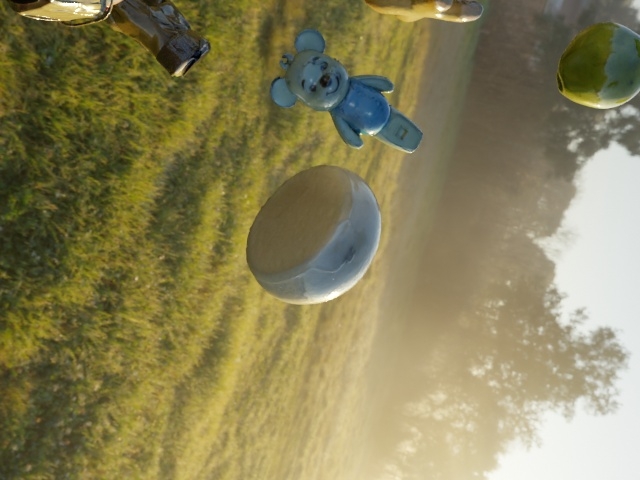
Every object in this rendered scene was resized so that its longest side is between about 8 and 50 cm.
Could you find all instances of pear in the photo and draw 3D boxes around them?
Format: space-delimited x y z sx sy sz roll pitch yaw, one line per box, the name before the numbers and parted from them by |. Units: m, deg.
pear | 0.305 -0.186 0.659 0.097 0.092 0.092 -24 -144 53

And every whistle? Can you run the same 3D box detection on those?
whistle | 0.046 -0.192 0.842 0.114 0.236 0.077 -62 -160 2

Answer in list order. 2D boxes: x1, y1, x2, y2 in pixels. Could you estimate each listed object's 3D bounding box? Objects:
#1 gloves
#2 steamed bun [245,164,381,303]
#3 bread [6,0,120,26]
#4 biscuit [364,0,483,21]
gloves | -0.363 -0.476 1.196 0.154 0.331 0.141 -50 -157 -17
steamed bun | 0.000 0.000 1.167 0.177 0.283 0.283 41 61 -38
bread | -0.334 -0.392 0.765 0.212 0.142 0.224 -58 140 -55
biscuit | 0.209 -0.486 1.246 0.164 0.208 0.047 3 103 -42
